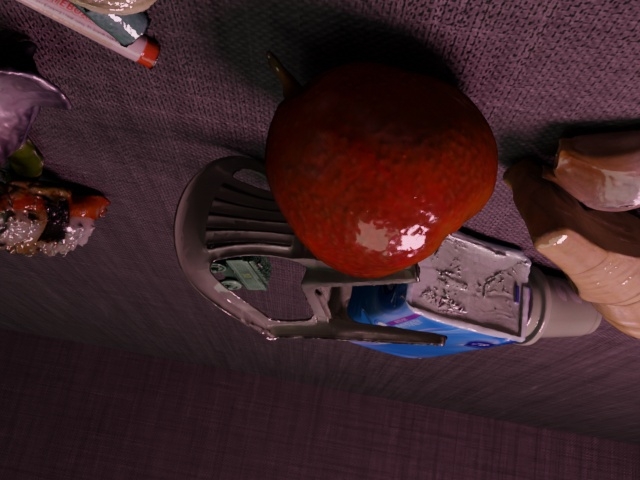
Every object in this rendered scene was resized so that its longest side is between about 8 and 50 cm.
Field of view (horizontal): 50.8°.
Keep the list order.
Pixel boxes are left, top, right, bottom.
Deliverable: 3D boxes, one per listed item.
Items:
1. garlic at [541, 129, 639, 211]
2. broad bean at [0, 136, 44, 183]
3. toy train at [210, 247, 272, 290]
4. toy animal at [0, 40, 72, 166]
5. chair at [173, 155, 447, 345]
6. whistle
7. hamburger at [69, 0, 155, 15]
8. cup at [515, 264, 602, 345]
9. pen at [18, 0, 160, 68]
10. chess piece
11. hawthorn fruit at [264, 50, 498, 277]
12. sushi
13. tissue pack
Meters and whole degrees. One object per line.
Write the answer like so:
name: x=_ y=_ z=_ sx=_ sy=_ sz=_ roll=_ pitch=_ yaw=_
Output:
garlic: x=0.288 y=-0.065 z=0.634 sx=0.152 sy=0.066 sz=0.084 roll=2 pitch=157 yaw=29
broad bean: x=-0.413 y=-0.107 z=0.917 sx=0.069 sy=0.039 sz=0.227 roll=16 pitch=163 yaw=-24
toy train: x=-0.136 y=0.036 z=1.130 sx=0.100 sy=0.070 sz=0.172 roll=0 pitch=157 yaw=9
toy animal: x=-0.375 y=-0.110 z=0.708 sx=0.122 sy=0.185 sz=0.298 roll=27 pitch=130 yaw=-37
chair: x=0.000 y=0.000 z=0.777 sx=0.275 sy=0.203 sz=0.190 roll=-3 pitch=151 yaw=21
whistle: x=-0.207 y=-0.219 z=0.513 sx=0.039 sy=0.039 sz=0.186 roll=-2 pitch=156 yaw=31
hamburger: x=-0.162 y=-0.202 z=0.468 sx=0.121 sy=0.084 sz=0.054 roll=20 pitch=160 yaw=-20
cup: x=0.338 y=0.101 z=1.000 sx=0.141 sy=0.119 sz=0.120 roll=10 pitch=162 yaw=-21
pen: x=-0.246 y=-0.211 z=0.569 sx=0.239 sy=0.028 sz=0.028 roll=23 pitch=157 yaw=-32
chess piece: x=0.309 y=0.014 z=0.745 sx=0.301 sy=0.137 sz=0.137 roll=26 pitch=155 yaw=-38
hawthorn fruit: x=0.033 y=-0.080 z=0.587 sx=0.225 sy=0.196 sz=0.196 roll=42 pitch=152 yaw=-10
sushi: x=-0.407 y=-0.030 z=0.958 sx=0.097 sy=0.103 sz=0.226 roll=-23 pitch=163 yaw=32
tissue pack: x=0.148 y=0.084 z=0.995 sx=0.198 sy=0.146 sz=0.263 roll=17 pitch=159 yaw=-19
